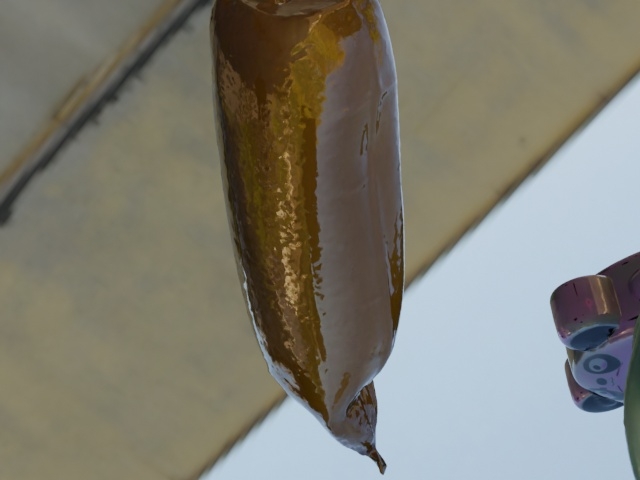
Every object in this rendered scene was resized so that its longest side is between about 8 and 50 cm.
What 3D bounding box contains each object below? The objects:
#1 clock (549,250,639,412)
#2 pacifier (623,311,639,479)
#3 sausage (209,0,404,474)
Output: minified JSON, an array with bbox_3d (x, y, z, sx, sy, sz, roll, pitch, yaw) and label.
[{"bbox_3d":[0.341,0.077,1.597,0.248,0.227,0.090,-13,-124,6],"label":"clock"},{"bbox_3d":[0.381,0.125,1.344,0.269,0.343,0.288,3,-123,48],"label":"pacifier"},{"bbox_3d":[-0.001,-0.002,1.012,0.112,0.328,0.112,-5,-151,3],"label":"sausage"}]
